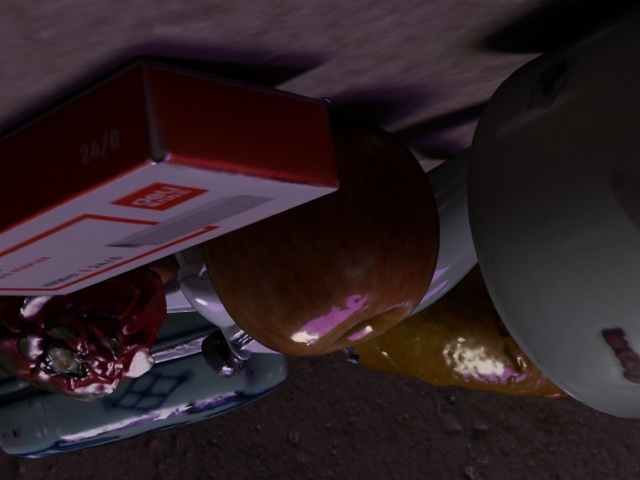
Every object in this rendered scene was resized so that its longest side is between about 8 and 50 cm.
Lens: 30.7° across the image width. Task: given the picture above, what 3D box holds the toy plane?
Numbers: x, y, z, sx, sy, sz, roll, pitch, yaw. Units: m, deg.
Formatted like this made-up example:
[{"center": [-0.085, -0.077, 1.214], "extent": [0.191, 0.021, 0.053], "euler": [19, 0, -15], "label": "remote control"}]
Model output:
[{"center": [-0.038, 0.055, 0.965], "extent": [0.251, 0.101, 0.255], "euler": [-37, 149, 23], "label": "toy plane"}]

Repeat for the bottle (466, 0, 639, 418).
[{"center": [0.254, -0.054, 0.513], "extent": [0.229, 0.229, 0.352], "euler": [-10, 169, -36], "label": "bottle"}]

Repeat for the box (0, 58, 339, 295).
[{"center": [-0.114, -0.019, 0.575], "extent": [0.229, 0.050, 0.123], "euler": [-20, 164, 37], "label": "box"}]

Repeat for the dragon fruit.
[{"center": [-0.167, 0.045, 0.753], "extent": [0.142, 0.130, 0.121], "euler": [19, -163, 27], "label": "dragon fruit"}]

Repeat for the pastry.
[{"center": [0.164, 0.092, 1.358], "extent": [0.356, 0.163, 0.356], "euler": [8, -177, 0], "label": "pastry"}]

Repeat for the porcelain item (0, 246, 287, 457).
[{"center": [-0.184, 0.115, 1.152], "extent": [0.282, 0.157, 0.286], "euler": [-15, 174, -13], "label": "porcelain item"}]

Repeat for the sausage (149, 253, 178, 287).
[{"center": [-0.172, 0.027, 0.949], "extent": [0.042, 0.036, 0.158], "euler": [-28, 167, 32], "label": "sausage"}]

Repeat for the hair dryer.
[{"center": [0.116, -0.046, 0.847], "extent": [0.206, 0.075, 0.237], "euler": [-40, -177, 14], "label": "hair dryer"}]

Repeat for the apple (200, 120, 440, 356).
[{"center": [0.000, 0.000, 0.689], "extent": [0.146, 0.130, 0.146], "euler": [-16, 168, -4], "label": "apple"}]
